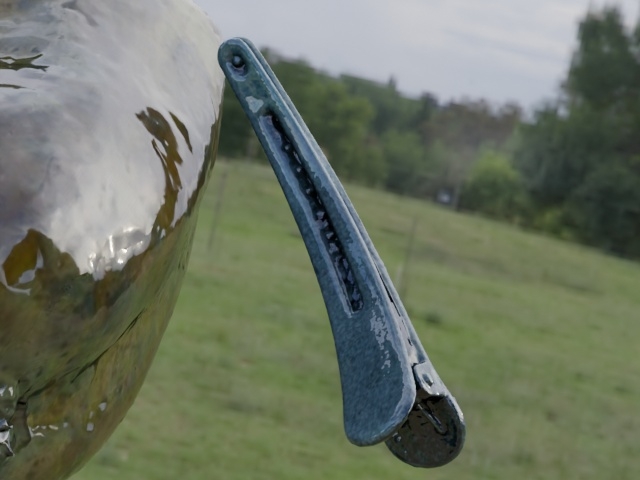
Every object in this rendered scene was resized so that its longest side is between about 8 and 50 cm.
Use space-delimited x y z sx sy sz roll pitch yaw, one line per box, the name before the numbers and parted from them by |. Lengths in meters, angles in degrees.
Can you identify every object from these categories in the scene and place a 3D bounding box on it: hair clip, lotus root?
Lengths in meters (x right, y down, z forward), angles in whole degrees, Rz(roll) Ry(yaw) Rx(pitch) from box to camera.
hair clip | 0.000 0.000 0.742 0.070 0.039 0.229 28 32 -56
lotus root | -0.177 -0.009 0.764 0.250 0.250 0.346 12 32 -2
